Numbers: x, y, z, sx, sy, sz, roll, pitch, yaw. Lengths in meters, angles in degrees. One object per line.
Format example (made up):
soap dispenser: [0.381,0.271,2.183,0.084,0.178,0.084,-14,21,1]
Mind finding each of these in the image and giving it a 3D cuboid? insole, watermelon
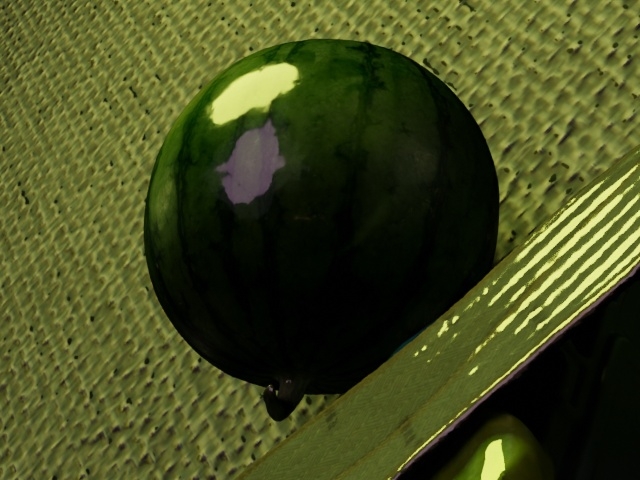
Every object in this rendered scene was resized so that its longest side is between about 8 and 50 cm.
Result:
insole: [0.017,0.072,0.664,0.348,0.009,0.119,-42,17,4]
watermelon: [0.000,0.000,0.987,0.188,0.188,0.215,-17,60,43]

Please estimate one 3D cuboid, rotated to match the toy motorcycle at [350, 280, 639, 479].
toy motorcycle: [0.084,0.103,0.769,0.200,0.191,0.326,-27,26,37]
